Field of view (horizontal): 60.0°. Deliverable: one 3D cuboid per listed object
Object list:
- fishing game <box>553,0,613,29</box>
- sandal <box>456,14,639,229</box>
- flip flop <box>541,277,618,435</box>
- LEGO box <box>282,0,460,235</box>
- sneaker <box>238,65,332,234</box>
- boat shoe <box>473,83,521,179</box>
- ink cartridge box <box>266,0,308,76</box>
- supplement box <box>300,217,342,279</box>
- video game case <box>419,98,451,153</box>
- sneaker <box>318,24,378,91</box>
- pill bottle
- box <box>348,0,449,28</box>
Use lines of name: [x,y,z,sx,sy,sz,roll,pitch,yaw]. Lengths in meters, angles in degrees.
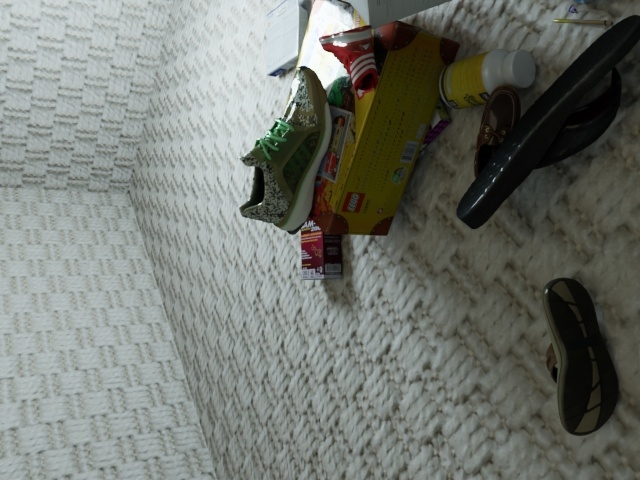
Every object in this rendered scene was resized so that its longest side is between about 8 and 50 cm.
fishing game: [0.496,-0.516,0.975,0.189,0.041,0.263,51,128,55]
sandal: [0.424,-0.191,1.009,0.445,0.107,0.167,-55,4,26]
flip flop: [0.451,0.206,1.001,0.080,0.112,0.276,120,141,-76]
LEGO box: [0.079,-0.314,1.399,0.372,0.193,0.499,46,126,48]
sneaker: [-0.096,-0.210,1.318,0.158,0.182,0.410,33,116,53]
boat shoe: [0.354,-0.206,1.117,0.073,0.073,0.206,14,129,20]
ink cartridge box: [-0.117,-0.705,1.909,0.223,0.045,0.223,-4,85,56]
supplement box: [0.000,0.000,1.698,0.130,0.073,0.239,-9,81,56]
video game case: [0.212,-0.308,1.412,0.232,0.042,0.210,-46,51,46]
sneaker: [0.058,-0.380,1.181,0.221,0.087,0.128,-124,20,-70]
pill bottle: [0.346,-0.338,1.154,0.184,0.103,0.103,4,93,57]
box: [0.208,-0.607,1.124,0.168,0.346,0.215,77,169,-55]
